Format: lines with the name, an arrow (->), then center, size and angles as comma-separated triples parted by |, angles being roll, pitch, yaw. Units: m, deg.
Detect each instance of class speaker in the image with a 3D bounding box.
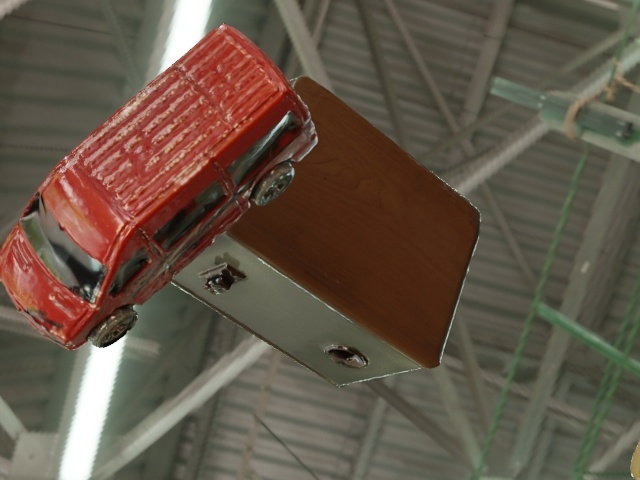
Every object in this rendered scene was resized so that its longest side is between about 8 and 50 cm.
speaker -> 0.000, 0.000, 1.046 | 0.231, 0.153, 0.193 | 35, -121, -25

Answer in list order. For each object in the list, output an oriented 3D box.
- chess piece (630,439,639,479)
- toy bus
chess piece -> 0.307, 0.282, 1.069 | 0.137, 0.137, 0.301 | 9, -72, -34
toy bus -> -0.096, -0.027, 0.660 | 0.195, 0.081, 0.089 | -42, -14, -6
